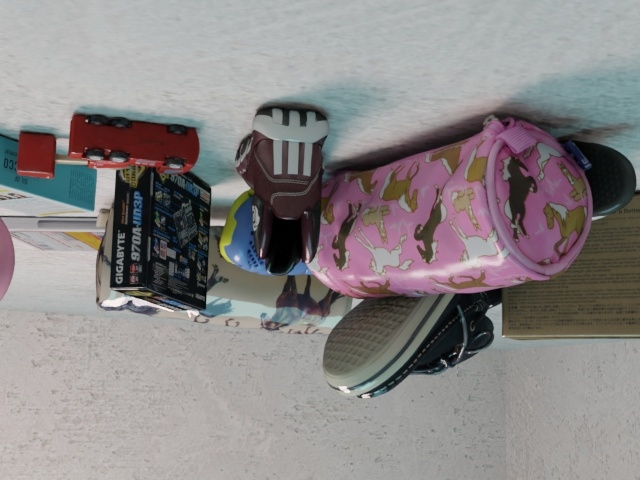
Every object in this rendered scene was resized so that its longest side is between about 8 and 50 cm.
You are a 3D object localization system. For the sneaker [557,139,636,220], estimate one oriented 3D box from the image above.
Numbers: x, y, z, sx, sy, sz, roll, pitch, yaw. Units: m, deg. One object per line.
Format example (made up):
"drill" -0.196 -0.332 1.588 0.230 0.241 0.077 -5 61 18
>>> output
"sneaker" 0.292 -0.055 1.158 0.145 0.090 0.270 8 172 -33

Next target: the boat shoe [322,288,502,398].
"boat shoe" 0.155 0.110 1.370 0.187 0.156 0.500 -28 -177 26

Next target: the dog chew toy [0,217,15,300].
"dog chew toy" -0.596 0.004 1.392 0.207 0.206 0.332 -4 160 30

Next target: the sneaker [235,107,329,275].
"sneaker" -0.049 -0.035 1.118 0.107 0.162 0.281 2 169 -2

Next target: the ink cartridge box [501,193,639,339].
"ink cartridge box" 0.371 0.040 1.365 0.235 0.193 0.088 -3 171 28

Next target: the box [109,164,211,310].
"box" -0.198 -0.008 1.265 0.051 0.175 0.220 -1 170 12

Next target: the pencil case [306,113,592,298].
"pencil case" 0.124 -0.024 1.134 0.160 0.167 0.386 31 158 -24

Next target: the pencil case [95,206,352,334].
"pencil case" -0.155 0.044 1.546 0.411 0.183 0.159 7 133 -6

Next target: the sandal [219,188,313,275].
"sandal" 0.000 0.000 1.341 0.138 0.126 0.317 28 -163 38

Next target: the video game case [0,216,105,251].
"video game case" -0.387 -0.008 1.717 0.285 0.025 0.204 1 169 7

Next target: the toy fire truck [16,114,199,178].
"toy fire truck" -0.243 -0.100 1.125 0.192 0.047 0.135 5 170 -18

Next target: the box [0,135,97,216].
"box" -0.392 -0.083 1.209 0.101 0.060 0.244 -4 168 28
